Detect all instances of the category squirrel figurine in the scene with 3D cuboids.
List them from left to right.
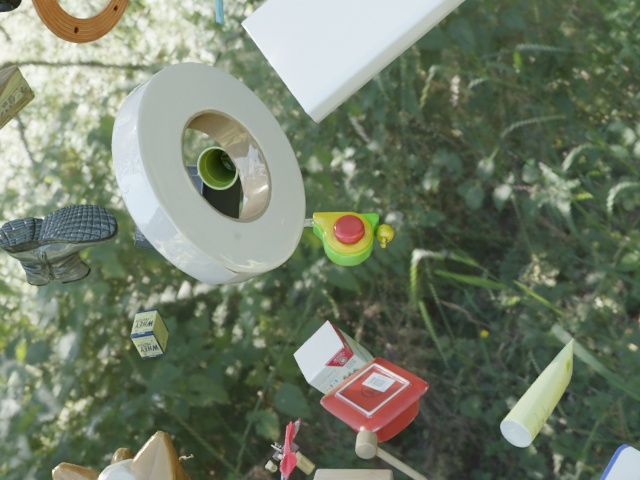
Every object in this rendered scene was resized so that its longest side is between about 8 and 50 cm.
[{"bbox_3d":[-0.376,0.658,2.017,0.281,0.370,0.397,-25,67,2],"label":"squirrel figurine"}]

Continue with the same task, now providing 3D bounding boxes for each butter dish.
[{"bbox_3d":[0.110,0.315,1.606,0.160,0.118,0.160,-34,31,-24],"label":"butter dish"}]

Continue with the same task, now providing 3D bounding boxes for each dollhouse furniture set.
[{"bbox_3d":[-0.081,0.560,2.187,0.091,0.114,0.081,-53,21,-16],"label":"dollhouse furniture set"}]

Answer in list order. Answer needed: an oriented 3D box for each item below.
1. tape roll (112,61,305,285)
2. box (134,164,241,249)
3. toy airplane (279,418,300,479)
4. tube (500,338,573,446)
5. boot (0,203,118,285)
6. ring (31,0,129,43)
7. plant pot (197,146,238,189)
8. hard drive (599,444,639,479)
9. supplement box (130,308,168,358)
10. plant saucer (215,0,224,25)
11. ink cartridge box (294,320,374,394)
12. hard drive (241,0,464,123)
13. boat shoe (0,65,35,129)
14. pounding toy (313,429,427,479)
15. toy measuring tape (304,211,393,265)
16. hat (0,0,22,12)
[{"bbox_3d":[-0.179,-0.115,1.486,0.072,0.392,0.392,-23,42,36],"label":"tape roll"},{"bbox_3d":[-0.282,-0.067,1.817,0.261,0.103,0.184,8,97,49],"label":"box"},{"bbox_3d":[-0.068,0.453,1.864,0.151,0.028,0.151,-167,90,-84],"label":"toy airplane"},{"bbox_3d":[0.413,0.281,1.594,0.240,0.062,0.070,-38,-5,-40],"label":"tube"},{"bbox_3d":[-0.477,0.016,1.660,0.246,0.161,0.083,-7,54,12],"label":"boot"},{"bbox_3d":[-0.555,-0.627,2.012,0.032,0.336,0.337,16,75,26],"label":"ring"},{"bbox_3d":[-0.182,-0.148,1.667,0.083,0.083,0.079,-51,-2,26],"label":"plant pot"},{"bbox_3d":[0.314,0.428,1.084,0.210,0.040,0.319,-40,-35,-40],"label":"hard drive"},{"bbox_3d":[-0.412,0.225,2.099,0.056,0.083,0.083,-10,40,9],"label":"supplement box"},{"bbox_3d":[-0.199,-0.515,1.674,0.067,0.018,0.192,-111,20,-70],"label":"plant saucer"},{"bbox_3d":[0.051,0.314,2.146,0.128,0.176,0.127,-47,33,7],"label":"ink cartridge box"},{"bbox_3d":[0.071,-0.365,1.295,0.353,0.047,0.233,-39,57,8],"label":"hard drive"},{"bbox_3d":[-0.697,-0.250,1.841,0.104,0.089,0.285,-2,49,34],"label":"boat shoe"},{"bbox_3d":[0.075,0.407,1.362,0.094,0.181,0.206,-66,-31,-62],"label":"pounding toy"},{"bbox_3d":[0.000,0.000,1.941,0.121,0.330,0.121,-1,-90,-90],"label":"toy measuring tape"},{"bbox_3d":[-0.608,-0.469,1.514,0.331,0.331,0.134,-139,61,-68],"label":"hat"}]
